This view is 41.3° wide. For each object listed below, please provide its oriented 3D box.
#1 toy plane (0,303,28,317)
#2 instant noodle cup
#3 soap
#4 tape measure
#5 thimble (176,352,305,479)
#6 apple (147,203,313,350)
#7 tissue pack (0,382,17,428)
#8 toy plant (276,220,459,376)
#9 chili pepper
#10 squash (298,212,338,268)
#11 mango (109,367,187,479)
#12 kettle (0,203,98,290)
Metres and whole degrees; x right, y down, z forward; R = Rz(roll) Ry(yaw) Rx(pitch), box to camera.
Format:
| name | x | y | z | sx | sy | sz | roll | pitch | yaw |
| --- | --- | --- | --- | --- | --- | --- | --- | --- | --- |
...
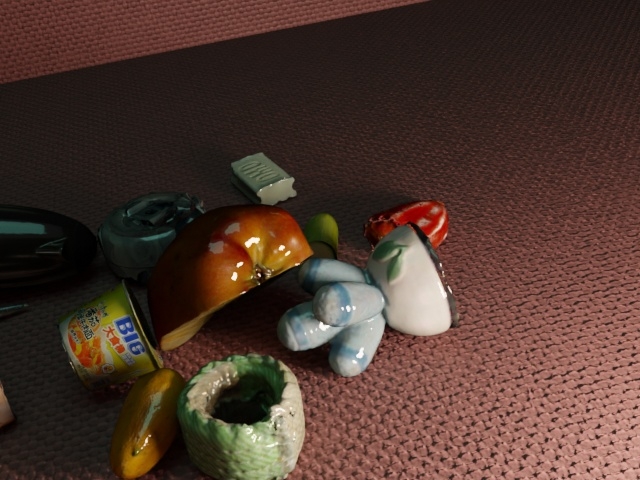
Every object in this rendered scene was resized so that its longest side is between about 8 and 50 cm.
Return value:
| name | x | y | z | sx | sy | sz | roll | pitch | yaw |
| --- | --- | --- | --- | --- | --- | --- | --- | --- | --- |
| toy plane | -0.786 | 0.161 | 1.875 | 0.262 | 0.088 | 0.192 | -19 | 33 | -18 |
| instant noodle cup | -0.410 | 0.196 | 1.655 | 0.153 | 0.205 | 0.205 | -26 | 35 | -8 |
| soap | -0.158 | -0.162 | 2.271 | 0.115 | 0.063 | 0.198 | -24 | 35 | -21 |
| tape measure | -0.396 | -0.015 | 2.015 | 0.275 | 0.147 | 0.256 | 17 | 40 | 36 |
| thimble | -0.127 | 0.305 | 1.439 | 0.219 | 0.150 | 0.219 | -6 | 31 | 4 |
| apple | -0.177 | 0.072 | 1.682 | 0.295 | 0.365 | 0.328 | 21 | 67 | -15 |
| tissue pack | -0.760 | 0.280 | 1.553 | 0.306 | 0.238 | 0.238 | -26 | 36 | -26 |
| toy plant | 0.072 | 0.125 | 1.641 | 0.332 | 0.247 | 0.247 | -21 | 34 | -8 |
| chili pepper | 0.229 | -0.037 | 1.953 | 0.144 | 0.136 | 0.253 | -14 | 11 | 46 |
| squash | 0.000 | 0.000 | 1.961 | 0.095 | 0.095 | 0.188 | -3 | 27 | 8 |
| mango | -0.299 | 0.314 | 1.474 | 0.109 | 0.147 | 0.227 | 35 | 35 | -12 |
| kettle | -0.661 | 0.026 | 2.005 | 0.271 | 0.250 | 0.207 | -1 | 62 | 0 |
